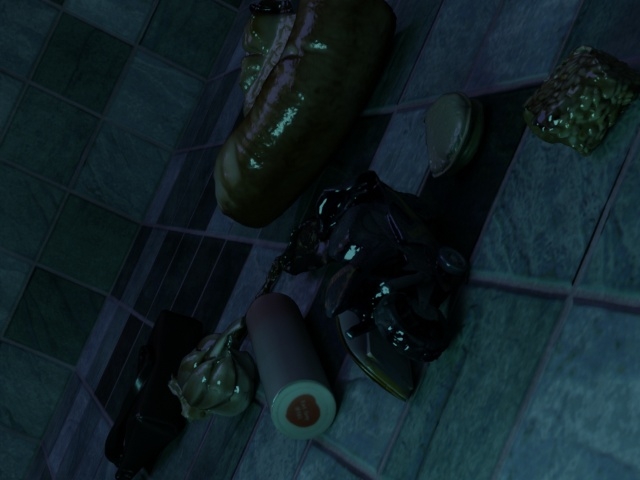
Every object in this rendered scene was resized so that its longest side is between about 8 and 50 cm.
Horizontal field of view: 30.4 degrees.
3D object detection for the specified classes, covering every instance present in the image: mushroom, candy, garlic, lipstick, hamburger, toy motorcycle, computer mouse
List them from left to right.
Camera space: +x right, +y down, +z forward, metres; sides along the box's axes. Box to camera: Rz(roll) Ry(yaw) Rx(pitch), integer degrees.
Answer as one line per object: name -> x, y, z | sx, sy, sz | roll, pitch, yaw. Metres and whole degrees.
garlic -> -0.152, 0.189, 1.863 | 0.194, 0.127, 0.131 | -67, 31, 28
lipstick -> -0.047, 0.167, 1.653 | 0.087, 0.087, 0.327 | -61, 16, 11
mushroom -> -0.025, -0.210, 2.001 | 0.313, 0.224, 0.397 | -3, 69, 56
computer mouse -> 0.064, 0.112, 1.380 | 0.045, 0.102, 0.199 | -39, 27, 22
toy motorcycle -> 0.071, 0.016, 1.361 | 0.108, 0.173, 0.307 | -54, 18, 29
hamburger -> 0.174, -0.139, 1.490 | 0.084, 0.054, 0.121 | -42, 30, 44
candy -> 0.258, -0.138, 1.172 | 0.110, 0.085, 0.095 | -55, 28, 16

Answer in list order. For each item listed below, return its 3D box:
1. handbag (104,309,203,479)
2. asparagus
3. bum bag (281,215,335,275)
handbag -> -0.330, 0.308, 2.301 | 0.285, 0.113, 0.257 | -82, 16, -45
asparagus -> -0.124, 0.130, 2.062 | 0.024, 0.025, 0.248 | 0, -56, -60
bum bag -> 0.001, -0.001, 1.787 | 0.102, 0.069, 0.248 | -43, 9, -15
